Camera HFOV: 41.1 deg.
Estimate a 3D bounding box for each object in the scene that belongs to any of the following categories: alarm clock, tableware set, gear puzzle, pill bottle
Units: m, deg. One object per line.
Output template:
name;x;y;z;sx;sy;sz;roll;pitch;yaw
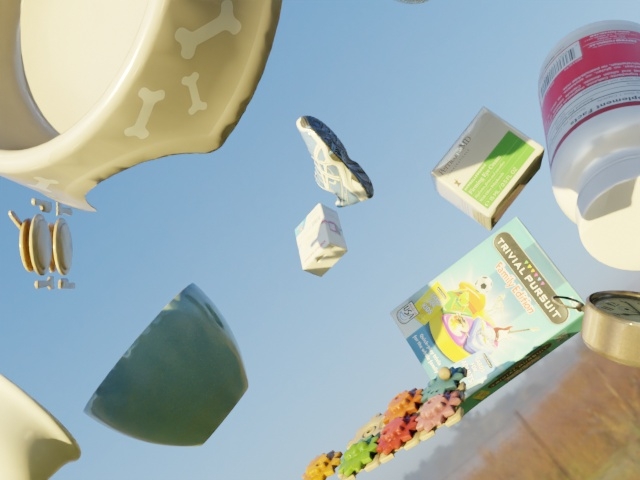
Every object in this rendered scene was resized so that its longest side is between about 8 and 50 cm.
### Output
alarm clock;0.347;0.096;0.970;0.129;0.192;0.064;-8;-68;-41
tableware set;-0.401;0.008;1.235;0.039;0.128;0.194;-3;-3;-1
gear puzzle;0.094;0.312;1.413;0.339;0.044;0.175;-36;9;23
pill bottle;0.468;-0.153;1.329;0.407;0.229;0.229;-81;18;-48

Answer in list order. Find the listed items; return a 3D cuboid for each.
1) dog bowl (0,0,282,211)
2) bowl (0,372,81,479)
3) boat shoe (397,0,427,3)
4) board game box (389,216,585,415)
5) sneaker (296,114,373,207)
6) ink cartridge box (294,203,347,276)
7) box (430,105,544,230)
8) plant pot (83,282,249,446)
dog bowl;-0.197;-0.199;0.687;0.349;0.348;0.102;-47;-27;21
bowl;-0.501;0.278;1.215;0.134;0.298;0.298;-57;-9;-31
boat shoe;0.123;-0.354;1.006;0.227;0.079;0.081;130;160;-79
board game box;0.343;0.153;1.737;0.336;0.253;0.079;-39;-34;12
sneaker;0.015;-0.148;1.655;0.081;0.211;0.080;-29;20;25
ink cartridge box;0.000;0.000;1.738;0.052;0.122;0.088;26;-57;-30
box;0.192;-0.081;0.985;0.101;0.087;0.102;-52;-15;0
plant pot;-0.241;0.246;1.495;0.290;0.195;0.290;-51;0;-1
